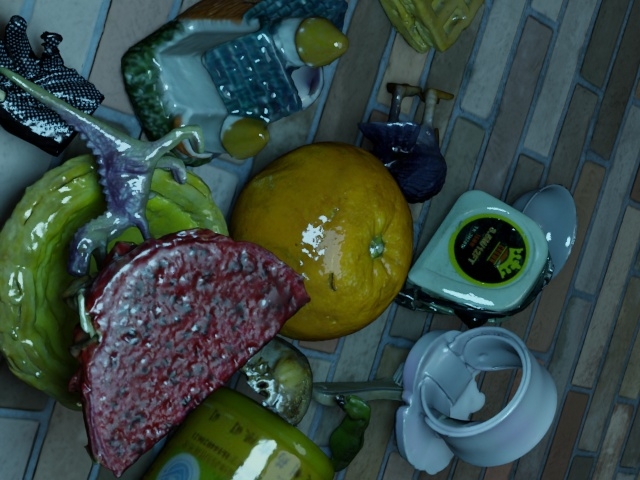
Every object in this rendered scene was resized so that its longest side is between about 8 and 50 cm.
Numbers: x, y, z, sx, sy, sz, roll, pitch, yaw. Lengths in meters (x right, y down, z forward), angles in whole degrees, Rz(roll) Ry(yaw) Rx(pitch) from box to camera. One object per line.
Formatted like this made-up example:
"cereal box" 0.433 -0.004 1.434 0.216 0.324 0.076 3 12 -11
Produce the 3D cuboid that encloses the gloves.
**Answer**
"gloves" -0.350 -0.184 1.321 0.181 0.106 0.129 40 71 -14

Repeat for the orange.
"orange" 0.000 0.000 1.605 0.284 0.226 0.283 -19 114 -50

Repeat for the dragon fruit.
"dragon fruit" -0.196 0.080 1.315 0.317 0.152 0.205 -40 122 -19

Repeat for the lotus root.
"lotus root" -0.060 0.164 1.554 0.078 0.329 0.167 -39 93 -2

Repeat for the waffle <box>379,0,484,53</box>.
"waffle" 0.205 -0.470 1.754 0.327 0.098 0.224 -53 134 -17

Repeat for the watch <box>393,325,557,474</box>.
"watch" 0.252 0.272 1.837 0.196 0.231 0.244 47 67 -40

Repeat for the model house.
"model house" -0.059 -0.210 1.446 0.271 0.301 0.190 -38 119 -29

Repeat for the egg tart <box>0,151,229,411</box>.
"egg tart" -0.271 0.041 1.424 0.345 0.132 0.345 -16 114 -41

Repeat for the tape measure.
"tape measure" 0.262 0.057 1.903 0.235 0.207 0.115 -54 169 -18

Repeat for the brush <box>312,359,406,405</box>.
"brush" 0.113 0.230 1.898 0.327 0.070 0.065 2 109 -42

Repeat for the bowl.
"bowl" 0.373 -0.018 2.061 0.189 0.086 0.189 -17 116 -41

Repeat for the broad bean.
"broad bean" 0.047 0.301 1.827 0.061 0.046 0.195 -1 136 -4

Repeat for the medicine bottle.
"medicine bottle" -0.170 0.410 1.571 0.384 0.224 0.224 -53 132 -17

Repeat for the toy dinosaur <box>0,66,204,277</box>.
"toy dinosaur" -0.233 -0.091 1.296 0.200 0.072 0.251 -20 122 -27

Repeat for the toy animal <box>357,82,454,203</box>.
"toy animal" 0.138 -0.143 1.751 0.298 0.122 0.185 -26 126 -72
